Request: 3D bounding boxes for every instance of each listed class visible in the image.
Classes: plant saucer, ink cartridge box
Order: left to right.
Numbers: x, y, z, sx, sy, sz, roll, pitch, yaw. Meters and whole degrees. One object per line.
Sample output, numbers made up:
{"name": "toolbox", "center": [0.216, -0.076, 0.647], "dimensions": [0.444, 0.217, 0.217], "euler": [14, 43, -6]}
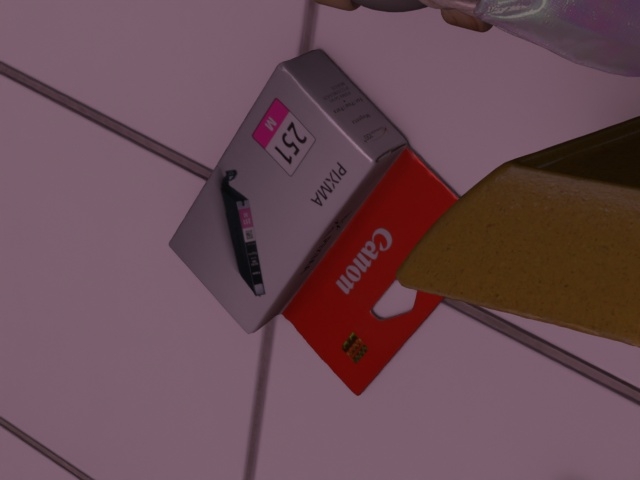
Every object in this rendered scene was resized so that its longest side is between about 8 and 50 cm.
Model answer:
{"name": "ink cartridge box", "center": [0.000, 0.000, 1.344], "dimensions": [0.239, 0.060, 0.275], "euler": [48, 133, 13]}
{"name": "plant saucer", "center": [0.272, -0.014, 0.925], "dimensions": [0.333, 0.333, 0.081], "euler": [14, 111, 34]}

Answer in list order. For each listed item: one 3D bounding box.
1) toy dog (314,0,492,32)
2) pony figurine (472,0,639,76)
{"name": "toy dog", "center": [0.050, -0.247, 1.035], "dimensions": [0.220, 0.333, 0.161], "euler": [10, 96, -2]}
{"name": "pony figurine", "center": [0.279, -0.213, 0.857], "dimensions": [0.351, 0.302, 0.363], "euler": [33, 153, -12]}
